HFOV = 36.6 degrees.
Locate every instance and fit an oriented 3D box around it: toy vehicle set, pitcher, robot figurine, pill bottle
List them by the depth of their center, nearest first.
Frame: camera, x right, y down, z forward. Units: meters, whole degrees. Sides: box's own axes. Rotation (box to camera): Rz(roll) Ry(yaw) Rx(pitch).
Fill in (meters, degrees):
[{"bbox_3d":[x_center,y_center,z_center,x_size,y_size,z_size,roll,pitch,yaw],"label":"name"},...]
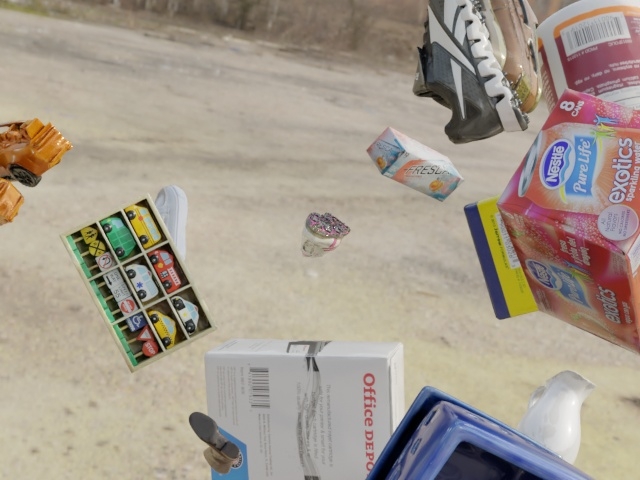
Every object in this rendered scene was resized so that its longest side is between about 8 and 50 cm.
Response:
[{"bbox_3d":[-0.476,-0.089,1.329,0.291,0.211,0.085,-2,-43,41],"label":"robot figurine"},{"bbox_3d":[-0.311,0.072,1.658,0.166,0.267,0.035,-28,8,-11],"label":"toy vehicle set"},{"bbox_3d":[0.537,-0.225,1.765,0.224,0.392,0.224,-9,-17,-3],"label":"pill bottle"},{"bbox_3d":[0.448,0.373,1.928,0.125,0.207,0.178,31,-23,-8],"label":"pitcher"}]

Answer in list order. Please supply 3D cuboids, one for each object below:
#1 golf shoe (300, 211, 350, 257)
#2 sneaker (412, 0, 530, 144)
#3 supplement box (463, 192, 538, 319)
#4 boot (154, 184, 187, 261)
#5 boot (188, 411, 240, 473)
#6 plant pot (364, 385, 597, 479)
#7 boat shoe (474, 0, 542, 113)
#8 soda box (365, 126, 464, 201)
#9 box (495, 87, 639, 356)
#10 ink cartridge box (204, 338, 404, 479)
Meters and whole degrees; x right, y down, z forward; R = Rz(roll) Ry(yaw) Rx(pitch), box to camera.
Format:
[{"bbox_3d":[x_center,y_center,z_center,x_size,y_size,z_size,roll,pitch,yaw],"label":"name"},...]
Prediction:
[{"bbox_3d":[0.000,0.000,1.662,0.067,0.086,0.186,38,7,10],"label":"golf shoe"},{"bbox_3d":[0.141,-0.209,1.074,0.106,0.234,0.078,-24,-14,15],"label":"sneaker"},{"bbox_3d":[0.441,-0.020,1.528,0.356,0.195,0.194,-18,-2,28],"label":"supplement box"},{"bbox_3d":[-0.338,-0.038,1.926,0.123,0.095,0.258,21,31,-26],"label":"boot"},{"bbox_3d":[-0.181,0.332,1.576,0.106,0.114,0.037,44,63,6],"label":"boot"},{"bbox_3d":[0.168,0.312,1.093,0.236,0.236,0.212,29,5,-9],"label":"plant pot"},{"bbox_3d":[0.214,-0.273,1.228,0.104,0.110,0.307,24,48,-24],"label":"boat shoe"},{"bbox_3d":[0.158,-0.124,1.595,0.183,0.058,0.063,18,34,-48],"label":"soda box"},{"bbox_3d":[0.264,-0.007,0.889,0.122,0.128,0.257,26,-13,30],"label":"box"},{"bbox_3d":[-0.025,0.361,2.020,0.394,0.286,0.166,0,7,15],"label":"ink cartridge box"}]
